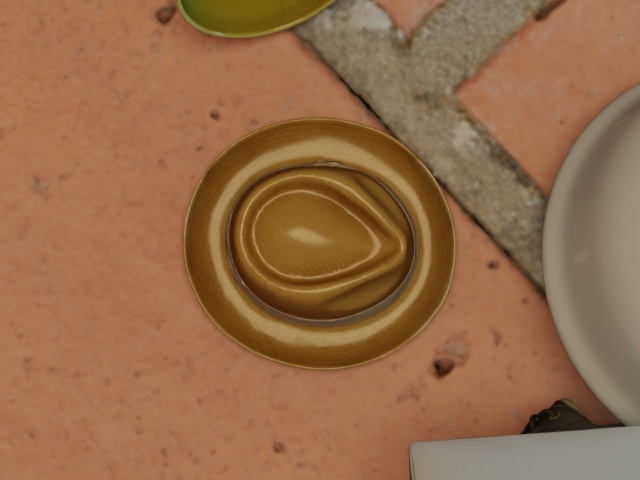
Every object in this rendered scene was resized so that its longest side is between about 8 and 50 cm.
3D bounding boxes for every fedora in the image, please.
[{"bbox_3d":[0.000,0.000,1.257,0.194,0.079,0.194,0,86,-1],"label":"fedora"}]

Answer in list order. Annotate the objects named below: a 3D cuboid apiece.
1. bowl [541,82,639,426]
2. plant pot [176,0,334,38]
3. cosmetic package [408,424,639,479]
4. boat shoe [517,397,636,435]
[{"bbox_3d":[0.306,0.002,1.200,0.298,0.134,0.298,2,76,-9],"label":"bowl"},{"bbox_3d":[-0.048,-0.219,1.258,0.134,0.134,0.095,-20,62,-1],"label":"plant pot"},{"bbox_3d":[0.175,0.245,1.163,0.224,0.138,0.225,-4,125,-1],"label":"cosmetic package"},{"bbox_3d":[0.171,0.146,1.252,0.223,0.080,0.073,-2,81,-5],"label":"boat shoe"}]
